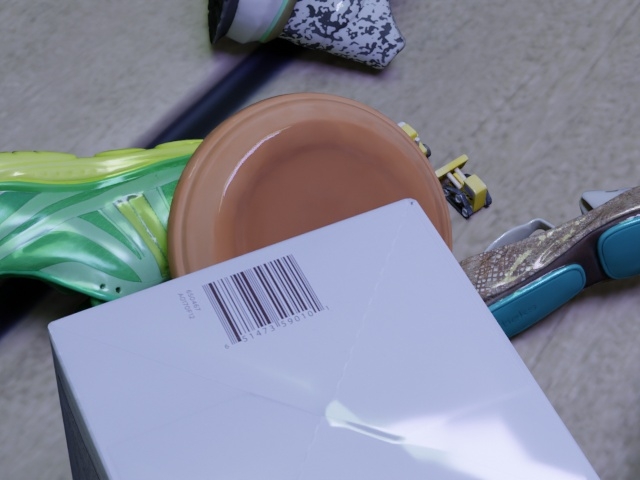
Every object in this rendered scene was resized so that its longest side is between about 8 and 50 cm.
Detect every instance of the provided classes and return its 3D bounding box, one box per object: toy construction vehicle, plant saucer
[{"bbox_3d":[0.067,-0.051,1.013,0.085,0.035,0.098,-28,61,-23],"label":"toy construction vehicle"},{"bbox_3d":[0.000,0.000,0.902,0.199,0.037,0.200,2,85,-20],"label":"plant saucer"}]

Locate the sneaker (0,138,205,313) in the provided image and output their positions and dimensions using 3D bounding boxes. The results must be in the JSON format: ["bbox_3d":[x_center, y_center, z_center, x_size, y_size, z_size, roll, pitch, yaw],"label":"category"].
[{"bbox_3d":[-0.128,0.000,0.935,0.295,0.109,0.124,-6,82,-14],"label":"sneaker"}]

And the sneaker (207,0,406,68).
[{"bbox_3d":[0.048,-0.306,1.138,0.182,0.158,0.410,26,70,-13],"label":"sneaker"}]

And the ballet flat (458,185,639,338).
[{"bbox_3d":[0.177,0.001,0.944,0.206,0.073,0.067,-23,48,-3],"label":"ballet flat"}]

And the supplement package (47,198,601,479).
[{"bbox_3d":[-0.008,0.156,0.713,0.199,0.263,0.198,-19,57,-18],"label":"supplement package"}]
